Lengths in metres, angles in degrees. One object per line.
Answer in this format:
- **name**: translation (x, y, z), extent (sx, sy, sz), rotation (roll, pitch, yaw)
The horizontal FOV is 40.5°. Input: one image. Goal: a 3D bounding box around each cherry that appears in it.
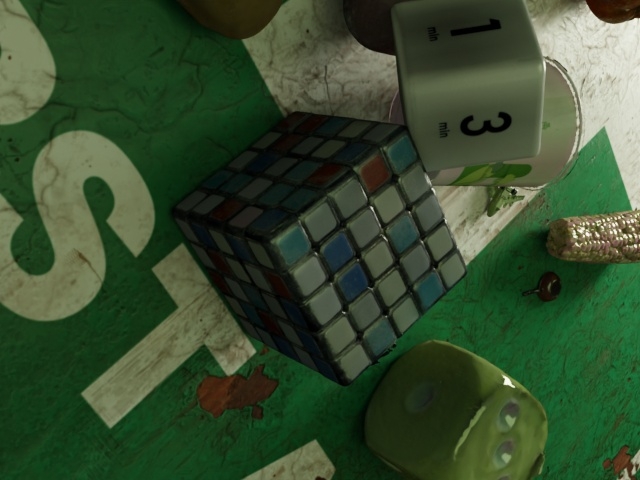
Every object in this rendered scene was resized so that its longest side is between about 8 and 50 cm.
- **cherry**: translation (0.151, -0.396, 1.413), extent (0.236, 0.213, 0.285), rotation (-9, 100, -51)

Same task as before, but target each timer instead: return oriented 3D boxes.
- **timer**: translation (0.215, -0.237, 1.288), extent (0.195, 0.194, 0.192), rotation (-8, 142, 4)

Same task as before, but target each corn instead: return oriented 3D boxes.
- **corn**: translation (0.630, -0.001, 1.911), extent (0.335, 0.127, 0.126), rotation (-5, 104, -33)

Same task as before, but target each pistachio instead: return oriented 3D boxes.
- **pistachio**: translation (-0.136, -0.421, 1.229), extent (0.213, 0.162, 0.260), rotation (-32, 126, 11)

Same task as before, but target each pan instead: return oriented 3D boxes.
- **pan**: translation (0.486, 0.108, 1.887), extent (0.115, 0.023, 0.068), rotation (-15, 110, -33)

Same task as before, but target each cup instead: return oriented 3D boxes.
- **cup**: translation (0.282, -0.203, 1.543), extent (0.274, 0.253, 0.253), rotation (-7, 104, -28)

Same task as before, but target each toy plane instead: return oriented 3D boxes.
- **toy plane**: translation (0.366, -0.096, 1.743), extent (0.102, 0.040, 0.111), rotation (31, 79, -18)

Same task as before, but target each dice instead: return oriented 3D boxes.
- **dice**: translation (0.253, 0.354, 1.629), extent (0.250, 0.254, 0.252), rotation (42, 76, -32)

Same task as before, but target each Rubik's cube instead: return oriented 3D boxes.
- **Rubik's cube**: translation (0.000, 0.000, 1.340), extent (0.292, 0.287, 0.293), rotation (-43, 122, -21)

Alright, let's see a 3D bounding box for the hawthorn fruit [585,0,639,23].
- **hawthorn fruit**: translation (0.621, -0.552, 1.731), extent (0.235, 0.263, 0.231), rotation (-28, 152, -19)
